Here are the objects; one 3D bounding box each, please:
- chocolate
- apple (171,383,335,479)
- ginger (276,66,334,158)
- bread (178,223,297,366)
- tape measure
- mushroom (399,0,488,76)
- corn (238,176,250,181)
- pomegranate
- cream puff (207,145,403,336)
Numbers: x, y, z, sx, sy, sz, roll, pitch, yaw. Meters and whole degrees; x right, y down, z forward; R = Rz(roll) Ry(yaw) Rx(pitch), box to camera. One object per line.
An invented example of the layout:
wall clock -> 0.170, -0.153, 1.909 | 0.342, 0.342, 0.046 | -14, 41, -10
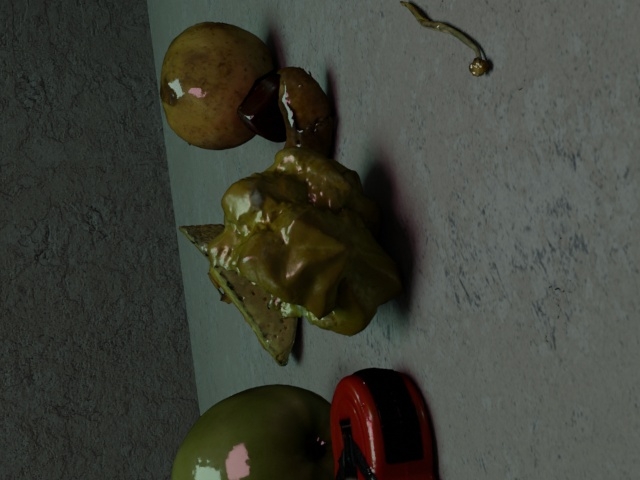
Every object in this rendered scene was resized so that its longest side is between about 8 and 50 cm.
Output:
chocolate -> -0.103, -0.275, 2.054 | 0.080, 0.125, 0.149 | 33, 124, 49
apple -> -0.098, 0.434, 1.811 | 0.357, 0.357, 0.357 | 175, 90, -73
ginger -> -0.035, -0.176, 1.858 | 0.133, 0.107, 0.309 | 44, 143, 45
bread -> -0.187, 0.115, 2.192 | 0.248, 0.279, 0.315 | 25, 107, 63
tape measure -> 0.091, 0.336, 1.571 | 0.253, 0.114, 0.260 | 134, 129, -68
mushroom -> 0.163, -0.282, 1.316 | 0.026, 0.028, 0.286 | 45, -170, -35
corn -> -0.138, -0.087, 2.238 | 0.261, 0.097, 0.097 | -143, 50, -67
pomegranate -> -0.227, -0.342, 2.169 | 0.281, 0.281, 0.281 | 175, 90, -73
cream puff -> 0.005, -0.002, 1.568 | 0.269, 0.323, 0.274 | 10, 73, 35
